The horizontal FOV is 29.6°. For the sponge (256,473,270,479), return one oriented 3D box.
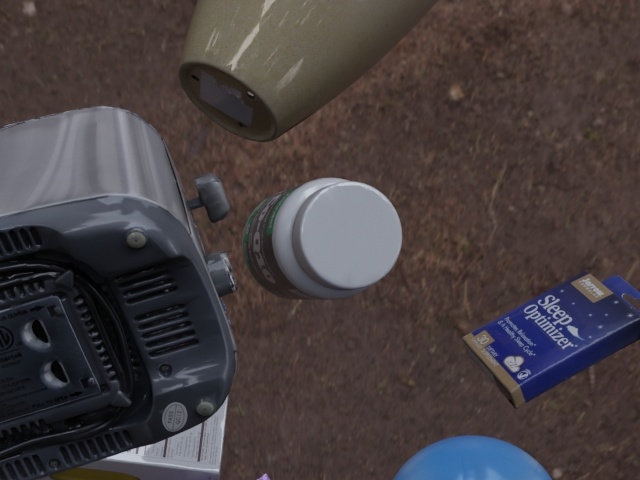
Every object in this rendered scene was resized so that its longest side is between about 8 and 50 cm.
[{"bbox_3d":[-0.136,0.382,1.588,0.117,0.210,0.031,-30,75,-35],"label":"sponge"}]

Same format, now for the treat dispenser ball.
[{"bbox_3d":[0.233,0.443,1.854,0.288,0.288,0.288,1,65,-2],"label":"treat dispenser ball"}]

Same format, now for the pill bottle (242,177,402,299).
[{"bbox_3d":[0.000,0.000,2.066,0.204,0.361,0.204,1,86,-16],"label":"pill bottle"}]

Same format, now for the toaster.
[{"bbox_3d":[-0.150,0.027,0.564,0.226,0.129,0.146,-18,28,2],"label":"toaster"}]

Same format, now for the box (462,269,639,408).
[{"bbox_3d":[0.304,0.111,1.506,0.225,0.037,0.136,-27,31,-8],"label":"box"}]

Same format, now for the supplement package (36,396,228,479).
[{"bbox_3d":[-0.272,0.272,1.718,0.262,0.199,0.198,8,52,-6],"label":"supplement package"}]

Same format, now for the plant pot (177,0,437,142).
[{"bbox_3d":[-0.030,-0.250,1.323,0.256,0.256,0.274,29,69,10],"label":"plant pot"}]
